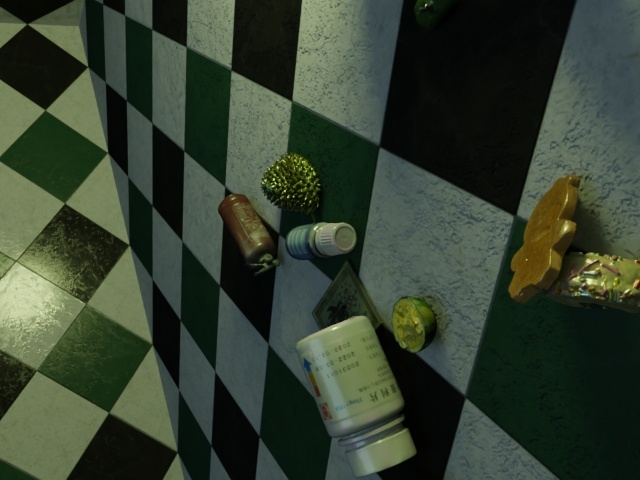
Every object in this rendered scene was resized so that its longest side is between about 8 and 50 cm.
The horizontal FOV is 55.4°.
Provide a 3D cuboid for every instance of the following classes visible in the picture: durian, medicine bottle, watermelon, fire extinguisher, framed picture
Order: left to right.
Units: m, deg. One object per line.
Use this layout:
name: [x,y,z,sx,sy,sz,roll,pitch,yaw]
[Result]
fire extinguisher: [-0.193,-0.006,1.652,0.269,0.105,0.104,57,142,34]
durian: [-0.081,-0.134,1.450,0.221,0.095,0.137,33,126,43]
medicine bottle: [0.000,0.000,1.359,0.203,0.083,0.083,-10,89,59]
framed picture: [0.055,0.175,1.385,0.173,0.010,0.231,62,144,28]
medicine bottle: [0.074,0.313,1.232,0.170,0.170,0.293,-40,67,55]
watermelon: [0.179,0.152,1.126,0.105,0.062,0.105,174,90,-66]

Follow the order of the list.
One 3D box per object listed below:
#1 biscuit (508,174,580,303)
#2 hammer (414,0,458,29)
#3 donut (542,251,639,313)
biscuit: [0.302,0.001,0.821,0.133,0.027,0.184,117,178,-50]
hammer: [0.222,-0.414,0.878,0.335,0.119,0.206,-34,67,63]
donut: [0.352,0.052,0.786,0.166,0.108,0.065,0,74,64]
